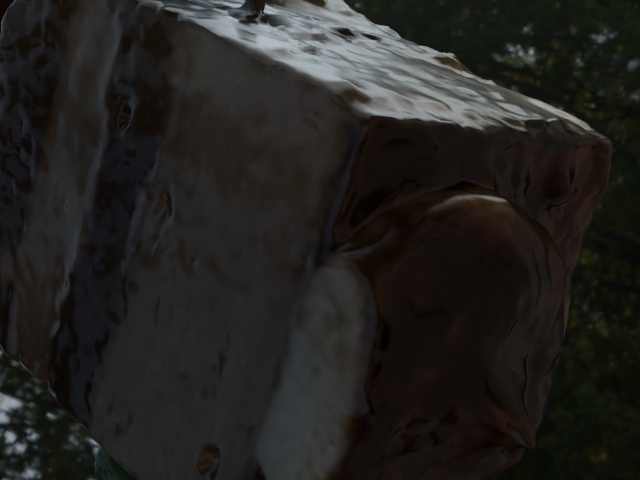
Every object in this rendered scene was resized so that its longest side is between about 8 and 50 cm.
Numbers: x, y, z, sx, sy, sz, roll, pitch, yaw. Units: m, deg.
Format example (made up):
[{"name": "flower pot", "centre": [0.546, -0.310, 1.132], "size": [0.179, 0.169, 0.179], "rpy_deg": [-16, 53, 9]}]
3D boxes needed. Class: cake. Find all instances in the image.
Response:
[{"name": "cake", "centre": [0.000, 0.000, 0.451], "size": [0.199, 0.293, 0.196], "rpy_deg": [1, -68, -46]}]

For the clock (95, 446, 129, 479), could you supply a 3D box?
[{"name": "clock", "centre": [-0.080, 0.155, 0.834], "size": [0.189, 0.060, 0.148], "rpy_deg": [6, -77, -25]}]

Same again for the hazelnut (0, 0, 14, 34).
[{"name": "hazelnut", "centre": [-0.246, -0.342, 0.874], "size": [0.402, 0.402, 0.429], "rpy_deg": [66, -150, -48]}]
